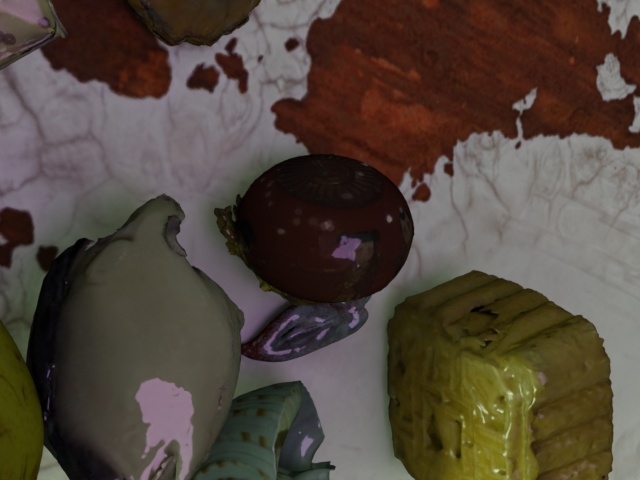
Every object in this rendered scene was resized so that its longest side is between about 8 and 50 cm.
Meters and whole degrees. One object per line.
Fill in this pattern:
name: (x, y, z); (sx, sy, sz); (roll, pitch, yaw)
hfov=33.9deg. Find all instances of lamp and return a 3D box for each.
lamp: (0.003, -0.002, 0.934); (0.156, 0.157, 0.135); (-30, 135, -40)

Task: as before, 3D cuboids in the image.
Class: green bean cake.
green bean cake: (0.169, 0.166, 1.032); (0.131, 0.224, 0.229); (-15, 112, -30)

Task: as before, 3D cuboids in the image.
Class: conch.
conch: (-0.063, 0.221, 0.946); (0.131, 0.200, 0.172); (-12, 95, 9)

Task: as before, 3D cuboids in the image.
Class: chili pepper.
chili pepper: (-0.007, 0.079, 1.005); (0.153, 0.041, 0.050); (-21, 69, -28)

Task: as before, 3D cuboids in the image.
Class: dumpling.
dumpling: (-0.155, 0.108, 0.819); (0.163, 0.204, 0.293); (11, 71, -26)

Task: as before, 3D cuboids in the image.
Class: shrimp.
shrimp: (-0.088, -0.283, 0.867); (0.173, 0.058, 0.253); (9, 99, -42)

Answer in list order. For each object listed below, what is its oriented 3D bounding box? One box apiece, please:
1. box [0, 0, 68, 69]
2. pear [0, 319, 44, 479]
box: (-0.338, -0.205, 0.636); (0.225, 0.190, 0.297); (-35, 118, -24)
pear: (-0.317, 0.131, 0.667); (0.283, 0.283, 0.283); (-8, 105, -32)
